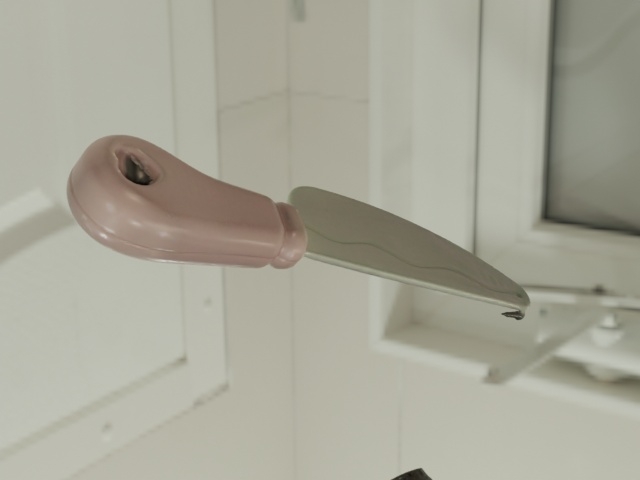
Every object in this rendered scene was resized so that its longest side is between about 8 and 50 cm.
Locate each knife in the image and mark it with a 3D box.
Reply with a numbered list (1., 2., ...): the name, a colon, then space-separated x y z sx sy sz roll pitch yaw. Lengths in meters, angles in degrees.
1. knife: -0.001 -0.002 0.785 0.335 0.043 0.081 14 -141 -39

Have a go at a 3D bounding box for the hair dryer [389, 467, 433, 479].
1. hair dryer: 0.052 0.338 1.262 0.219 0.196 0.075 -14 162 -25
